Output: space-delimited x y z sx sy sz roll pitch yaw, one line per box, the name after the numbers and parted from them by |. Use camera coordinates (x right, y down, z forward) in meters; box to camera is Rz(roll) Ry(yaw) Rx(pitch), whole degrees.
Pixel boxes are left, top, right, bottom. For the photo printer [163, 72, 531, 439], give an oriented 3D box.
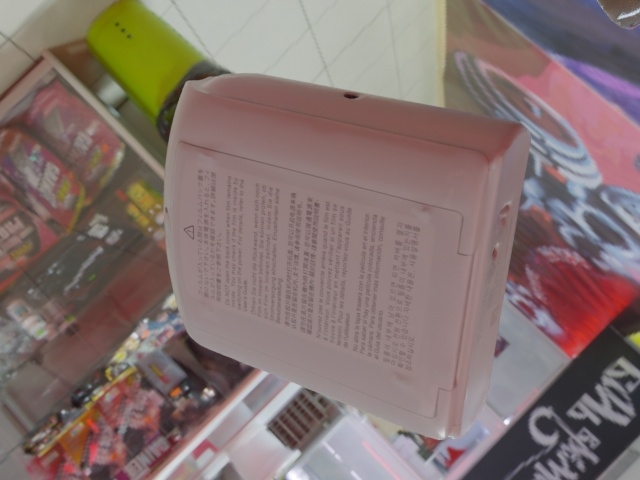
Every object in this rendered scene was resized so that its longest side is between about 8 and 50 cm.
0.000 0.000 0.655 0.107 0.307 0.256 -30 129 -53 | photo printer

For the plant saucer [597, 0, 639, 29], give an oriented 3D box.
0.203 -0.285 0.461 0.310 0.050 0.310 -9 101 -53 | plant saucer
